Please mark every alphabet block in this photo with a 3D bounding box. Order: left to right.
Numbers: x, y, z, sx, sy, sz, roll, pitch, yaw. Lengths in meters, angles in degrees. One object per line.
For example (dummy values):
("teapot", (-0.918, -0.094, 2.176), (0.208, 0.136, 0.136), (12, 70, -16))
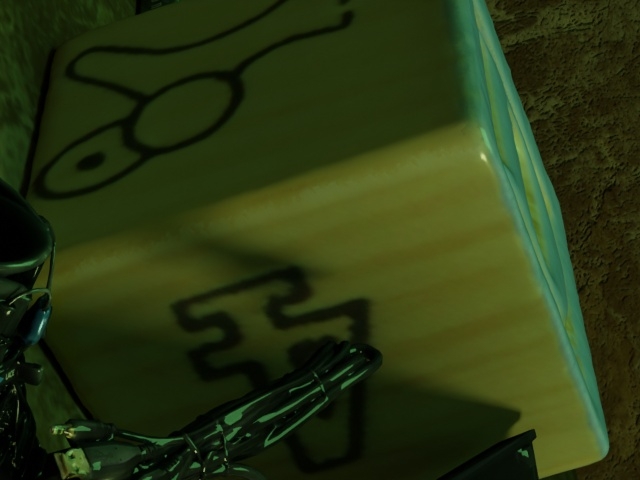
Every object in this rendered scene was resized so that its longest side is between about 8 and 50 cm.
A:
("alphabet block", (0.000, 0.000, 0.739), (0.192, 0.197, 0.193), (-90, 159, -53))

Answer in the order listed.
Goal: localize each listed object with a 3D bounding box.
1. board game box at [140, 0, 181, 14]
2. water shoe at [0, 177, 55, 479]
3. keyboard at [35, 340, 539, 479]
("board game box", (-0.072, -0.142, 1.023), (0.259, 0.030, 0.136), (-95, 161, -46))
("water shoe", (-0.109, 0.028, 0.479), (0.073, 0.080, 0.203), (-91, 160, -52))
("keyboard", (-0.012, 0.133, 0.564), (0.317, 0.033, 0.201), (-21, 102, -51))
